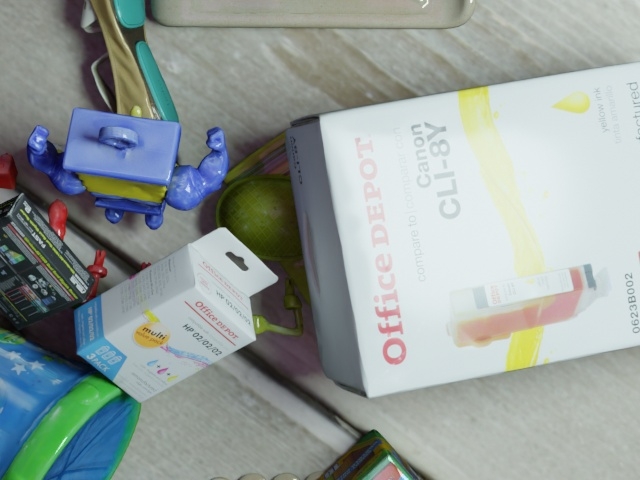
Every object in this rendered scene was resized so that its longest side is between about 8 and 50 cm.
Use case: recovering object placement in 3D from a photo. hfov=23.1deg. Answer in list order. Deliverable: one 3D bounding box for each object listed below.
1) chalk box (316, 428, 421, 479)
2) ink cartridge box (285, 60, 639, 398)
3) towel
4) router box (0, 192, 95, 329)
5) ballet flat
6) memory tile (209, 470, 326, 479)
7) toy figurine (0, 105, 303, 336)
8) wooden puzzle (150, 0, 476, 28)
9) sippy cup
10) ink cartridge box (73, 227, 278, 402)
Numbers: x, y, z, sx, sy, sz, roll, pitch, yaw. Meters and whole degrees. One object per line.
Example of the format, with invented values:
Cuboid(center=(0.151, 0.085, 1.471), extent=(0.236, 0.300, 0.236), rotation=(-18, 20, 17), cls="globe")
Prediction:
Cuboid(center=(0.058, 0.294, 1.577), extent=(0.132, 0.213, 0.132), rotation=(-42, 93, -2), cls="chalk box")
Cuboid(center=(0.183, -0.015, 1.553), extent=(0.385, 0.160, 0.279), rotation=(-10, 92, -12), cls="ink cartridge box")
Cuboid(center=(0.000, 0.000, 1.678), extent=(0.102, 0.021, 0.237), rotation=(-34, 91, 9), cls="towel")
Cuboid(center=(-0.296, 0.022, 1.545), extent=(0.092, 0.038, 0.122), rotation=(-22, 119, 28), cls="router box")
Cuboid(center=(-0.217, -0.212, 1.656), extent=(0.073, 0.080, 0.232), rotation=(-16, 89, 18), cls="ballet flat")
Cuboid(center=(-0.051, 0.306, 1.691), extent=(0.148, 0.012, 0.113), rotation=(-4, 91, 3), cls="memory tile")
Cuboid(center=(-0.168, -0.040, 1.547), extent=(0.362, 0.217, 0.191), rotation=(10, 67, 3), cls="toy figurine")
Cuboid(center=(-0.010, -0.385, 1.636), extent=(0.348, 0.080, 0.322), rotation=(0, 92, 3), cls="wooden puzzle")
Cuboid(center=(-0.339, 0.190, 1.609), extent=(0.224, 0.305, 0.240), rotation=(31, 122, 13), cls="sippy cup")
Cuboid(center=(-0.137, 0.074, 1.528), extent=(0.181, 0.061, 0.104), rotation=(-30, 133, 17), cls="ink cartridge box")
